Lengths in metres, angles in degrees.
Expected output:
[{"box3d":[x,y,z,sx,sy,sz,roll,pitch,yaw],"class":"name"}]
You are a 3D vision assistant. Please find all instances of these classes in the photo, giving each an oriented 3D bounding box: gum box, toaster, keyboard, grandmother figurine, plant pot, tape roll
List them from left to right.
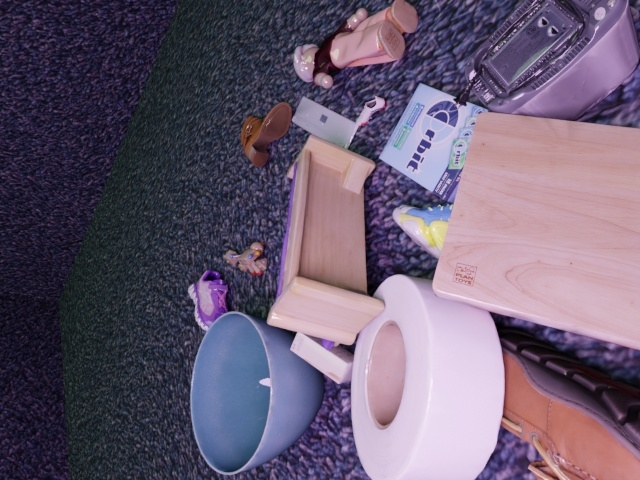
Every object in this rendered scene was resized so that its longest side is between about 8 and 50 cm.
[{"box3d":[-0.108,0.299,0.901,0.290,0.195,0.291,-17,66,45],"class":"plant pot"},{"box3d":[0.005,-0.286,1.082,0.256,0.014,0.072,43,107,46],"class":"keyboard"},{"box3d":[0.049,-0.426,1.010,0.342,0.104,0.208,10,60,53],"class":"grandmother figurine"},{"box3d":[0.134,0.194,0.637,0.286,0.100,0.287,-170,90,-79],"class":"tape roll"},{"box3d":[0.207,-0.177,0.792,0.184,0.041,0.157,46,114,46],"class":"gum box"},{"box3d":[0.311,-0.235,0.607,0.227,0.146,0.129,-45,49,31],"class":"toaster"}]

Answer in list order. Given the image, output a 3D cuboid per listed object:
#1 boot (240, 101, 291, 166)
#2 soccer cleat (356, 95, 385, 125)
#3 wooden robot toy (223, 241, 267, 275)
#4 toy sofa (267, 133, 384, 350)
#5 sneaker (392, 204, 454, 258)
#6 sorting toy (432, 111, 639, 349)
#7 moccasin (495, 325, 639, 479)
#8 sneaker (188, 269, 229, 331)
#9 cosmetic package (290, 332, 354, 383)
[{"box3d":[-0.164,-0.318,1.239,0.197,0.072,0.152,-55,40,20],"class":"boot"},{"box3d":[0.101,-0.276,0.946,0.083,0.035,0.029,-32,57,39],"class":"soccer cleat"},{"box3d":[-0.177,0.041,1.174,0.173,0.076,0.079,0,44,49],"class":"wooden robot toy"},{"box3d":[0.000,0.000,0.803,0.177,0.150,0.363,128,154,-45],"class":"toy sofa"},{"box3d":[0.226,-0.025,0.713,0.126,0.091,0.240,-50,43,2],"class":"sneaker"},{"box3d":[0.293,-0.012,0.537,0.256,0.089,0.256,13,70,20],"class":"sorting toy"},{"box3d":[0.280,0.219,0.470,0.380,0.139,0.147,-153,71,-65],"class":"moccasin"},{"box3d":[-0.295,0.166,1.241,0.105,0.095,0.236,-54,44,14],"class":"sneaker"},{"box3d":[0.009,0.206,0.801,0.115,0.060,0.041,28,98,32],"class":"cosmetic package"}]
